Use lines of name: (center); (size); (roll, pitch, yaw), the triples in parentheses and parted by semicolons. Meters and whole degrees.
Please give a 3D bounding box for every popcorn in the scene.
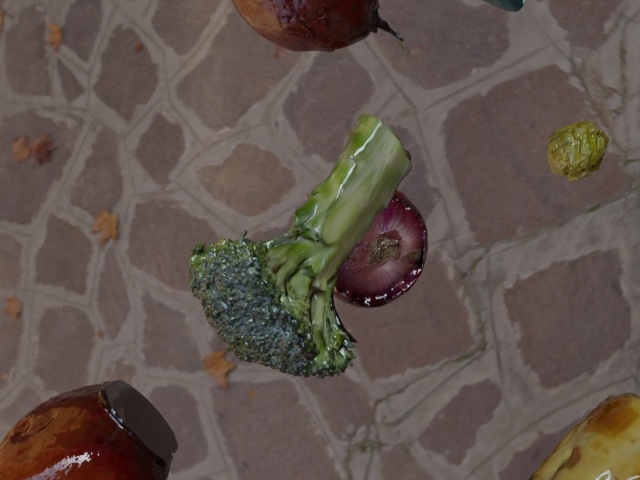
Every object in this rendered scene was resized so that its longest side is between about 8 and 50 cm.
popcorn: (0.474, -0.164, 1.380); (0.116, 0.120, 0.106); (-10, 101, -3)

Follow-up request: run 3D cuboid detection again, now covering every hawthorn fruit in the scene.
hawthorn fruit: (-0.001, -0.298, 0.877); (0.235, 0.181, 0.181); (38, 115, -4)
hawthorn fruit: (-0.288, 0.264, 0.849); (0.251, 0.189, 0.189); (-14, 90, -10)

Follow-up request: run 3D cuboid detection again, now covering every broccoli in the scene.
broccoli: (-0.020, -0.011, 0.962); (0.221, 0.252, 0.361); (3, 76, 63)

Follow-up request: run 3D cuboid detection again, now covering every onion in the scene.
onion: (0.087, 0.008, 1.436); (0.161, 0.248, 0.248); (14, 106, 54)

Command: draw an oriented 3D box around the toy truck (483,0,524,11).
toy truck: (0.277, -0.468, 1.098); (0.124, 0.114, 0.253); (1, 79, 35)

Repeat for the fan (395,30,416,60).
fan: (0.184, -0.421, 1.640); (0.003, 0.060, 0.080); (-32, 96, 1)

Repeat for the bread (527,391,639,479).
bread: (0.166, 0.224, 0.402); (0.210, 0.099, 0.235); (-43, 116, -8)
